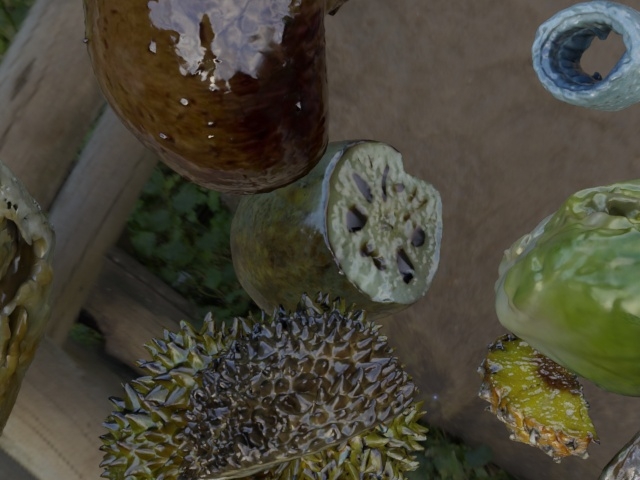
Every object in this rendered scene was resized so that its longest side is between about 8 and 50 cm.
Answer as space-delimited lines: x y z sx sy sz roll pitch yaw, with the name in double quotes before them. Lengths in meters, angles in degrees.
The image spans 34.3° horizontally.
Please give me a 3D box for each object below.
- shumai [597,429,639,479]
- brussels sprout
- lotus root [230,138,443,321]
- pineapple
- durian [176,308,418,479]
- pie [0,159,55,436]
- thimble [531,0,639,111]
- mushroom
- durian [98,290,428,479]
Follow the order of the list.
"shumai" 0.533 0.376 1.641 0.201 0.201 0.120 -48 57 -2
"brussels sprout" 0.395 0.048 1.299 0.344 0.344 0.268 24 67 9
"lotus root" 0.000 0.000 1.478 0.250 0.346 0.250 5 79 -27
"pineapple" 0.332 0.260 1.690 0.161 0.158 0.334 -8 39 -2
"durian" -0.014 0.091 0.668 0.148 0.188 0.091 -31 76 44
"pie" -0.214 0.104 0.479 0.077 0.339 0.339 17 84 5
"thimble" 0.534 -0.351 1.972 0.250 0.172 0.205 23 105 40
"mushroom" -0.043 -0.208 0.949 0.356 0.334 0.331 0 119 -24
"durian" -0.041 0.164 0.887 0.293 0.258 0.258 -35 78 29
